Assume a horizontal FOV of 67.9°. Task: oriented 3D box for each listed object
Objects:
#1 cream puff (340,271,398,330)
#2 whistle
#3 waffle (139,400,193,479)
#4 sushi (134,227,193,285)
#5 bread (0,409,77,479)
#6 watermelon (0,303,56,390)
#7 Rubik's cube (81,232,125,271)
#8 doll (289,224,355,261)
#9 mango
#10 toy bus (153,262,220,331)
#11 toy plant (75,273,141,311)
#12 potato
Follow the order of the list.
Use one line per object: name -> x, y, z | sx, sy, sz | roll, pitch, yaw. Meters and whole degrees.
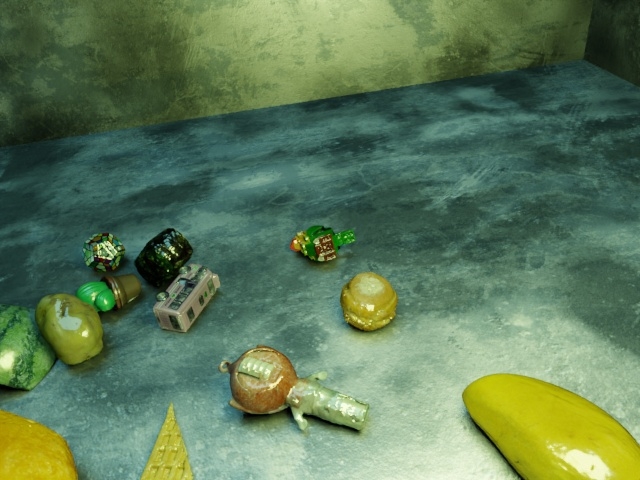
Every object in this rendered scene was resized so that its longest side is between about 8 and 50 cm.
cream puff -> 0.119, 0.162, 1.208 | 0.150, 0.115, 0.165 | 27, 39, 31
whistle -> -0.068, 0.322, 1.023 | 0.346, 0.134, 0.142 | 14, 31, 17
waffle -> -0.290, 0.425, 0.999 | 0.125, 0.032, 0.191 | -3, 37, 11
sushi -> -0.480, 0.055, 1.434 | 0.225, 0.124, 0.127 | -29, 16, 52
bread -> -0.633, 0.407, 0.815 | 0.361, 0.394, 0.250 | 12, 78, 55
watermelon -> -0.817, 0.272, 1.244 | 0.176, 0.256, 0.260 | -38, 13, 52
Rubik's cube -> -0.720, 0.039, 1.578 | 0.112, 0.133, 0.133 | -36, 36, 5
doll -> -0.006, 0.004, 1.469 | 0.186, 0.106, 0.134 | 5, 29, 46
mango -> 0.424, 0.351, 0.849 | 0.195, 0.142, 0.331 | -17, 33, -19
toy bus -> -0.376, 0.158, 1.345 | 0.108, 0.096, 0.199 | 10, 41, 19
toy plant -> -0.626, 0.162, 1.381 | 0.200, 0.105, 0.143 | -26, 30, -38
potato -> -0.653, 0.229, 1.243 | 0.137, 0.154, 0.200 | -45, 72, -4
